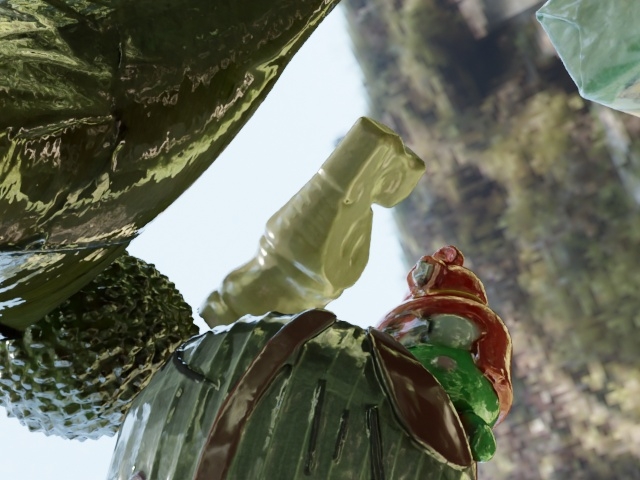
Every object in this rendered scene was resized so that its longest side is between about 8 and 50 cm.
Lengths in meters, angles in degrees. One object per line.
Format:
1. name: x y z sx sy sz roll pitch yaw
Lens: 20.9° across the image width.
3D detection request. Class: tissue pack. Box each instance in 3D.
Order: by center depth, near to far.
1. tissue pack: 0.367 -0.195 1.466 0.311 0.228 0.128 14 -138 -44

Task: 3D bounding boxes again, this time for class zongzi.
1. zongzi: -0.143 -0.108 1.056 0.174 0.393 0.356 54 -177 10

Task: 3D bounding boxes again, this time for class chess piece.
1. chess piece: 0.000 0.000 1.299 0.090 0.200 0.090 34 -167 -9

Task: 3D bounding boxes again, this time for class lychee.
1. lychee: -0.170 0.071 1.284 0.171 0.171 0.171 31 -134 -39

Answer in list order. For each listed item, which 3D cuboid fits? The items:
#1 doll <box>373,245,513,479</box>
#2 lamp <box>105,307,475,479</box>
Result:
1. doll: 0.135 0.153 1.991 0.160 0.183 0.363 40 -137 -36
2. lamp: -0.014 0.165 1.004 0.233 0.233 0.265 3 -84 -52
